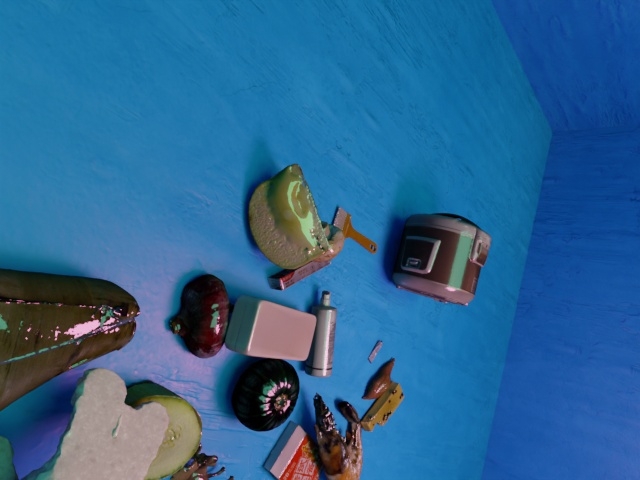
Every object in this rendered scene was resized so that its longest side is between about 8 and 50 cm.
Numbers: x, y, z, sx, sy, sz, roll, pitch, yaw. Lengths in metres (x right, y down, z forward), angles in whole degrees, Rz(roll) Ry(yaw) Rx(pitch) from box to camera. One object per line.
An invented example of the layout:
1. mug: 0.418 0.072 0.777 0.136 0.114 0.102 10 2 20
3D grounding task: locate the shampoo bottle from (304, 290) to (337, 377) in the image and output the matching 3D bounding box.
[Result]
1. shampoo bottle: 0.005 0.289 1.450 0.085 0.085 0.263 8 87 -47

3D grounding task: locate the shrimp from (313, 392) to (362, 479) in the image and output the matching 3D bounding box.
1. shrimp: 0.070 0.642 1.531 0.272 0.085 0.445 -58 136 -48

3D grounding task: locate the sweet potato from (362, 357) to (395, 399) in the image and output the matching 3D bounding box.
1. sweet potato: 0.240 0.525 1.743 0.226 0.068 0.068 -42 123 -37

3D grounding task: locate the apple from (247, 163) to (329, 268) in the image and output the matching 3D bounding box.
1. apple: -0.100 -0.056 1.276 0.193 0.120 0.265 -21 96 -2

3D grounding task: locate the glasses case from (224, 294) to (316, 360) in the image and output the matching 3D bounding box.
1. glasses case: -0.122 0.244 1.251 0.336 0.076 0.144 36 66 -60

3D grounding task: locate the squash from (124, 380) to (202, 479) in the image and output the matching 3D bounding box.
1. squash: -0.387 0.432 1.014 0.220 0.133 0.221 -8 102 -41

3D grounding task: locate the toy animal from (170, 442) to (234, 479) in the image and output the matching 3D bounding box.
1. toy animal: -0.305 0.589 1.135 0.186 0.093 0.215 26 82 -37

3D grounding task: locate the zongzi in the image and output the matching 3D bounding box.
1. zongzi: -0.519 0.236 0.831 0.322 0.159 0.361 17 90 -48

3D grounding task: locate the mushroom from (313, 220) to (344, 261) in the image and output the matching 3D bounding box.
1. mushroom: 0.000 0.000 1.380 0.148 0.147 0.112 -43 139 -36

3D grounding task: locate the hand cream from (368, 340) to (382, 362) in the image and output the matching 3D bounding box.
1. hand cream: 0.206 0.416 1.735 0.093 0.019 0.030 -52 130 -23

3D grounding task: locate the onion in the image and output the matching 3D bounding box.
1. onion: -0.277 0.191 1.124 0.151 0.098 0.206 -12 103 -48

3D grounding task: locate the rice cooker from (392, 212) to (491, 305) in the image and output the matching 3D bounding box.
1. rice cooker: 0.449 0.055 1.731 0.335 0.335 0.326 23 81 -46

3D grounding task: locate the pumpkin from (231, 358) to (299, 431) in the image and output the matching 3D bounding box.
1. pumpkin: -0.143 0.420 1.259 0.201 0.140 0.202 -12 108 -42

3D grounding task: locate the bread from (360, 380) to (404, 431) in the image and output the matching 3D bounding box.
1. bread: 0.239 0.643 1.763 0.226 0.049 0.088 -40 121 -37

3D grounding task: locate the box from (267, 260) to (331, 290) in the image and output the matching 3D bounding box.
1. box: -0.058 0.090 1.385 0.218 0.055 0.040 -27 111 -44

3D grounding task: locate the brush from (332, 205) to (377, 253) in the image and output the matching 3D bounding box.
1. brush: 0.126 -0.016 1.606 0.272 0.013 0.103 32 71 -45

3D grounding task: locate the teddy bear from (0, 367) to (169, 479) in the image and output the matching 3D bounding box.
1. teddy bear: -0.526 0.472 0.844 0.327 0.362 0.376 52 25 -30

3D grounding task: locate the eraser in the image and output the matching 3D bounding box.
1. eraser: -0.070 0.692 1.440 0.157 0.038 0.230 -53 129 -30
